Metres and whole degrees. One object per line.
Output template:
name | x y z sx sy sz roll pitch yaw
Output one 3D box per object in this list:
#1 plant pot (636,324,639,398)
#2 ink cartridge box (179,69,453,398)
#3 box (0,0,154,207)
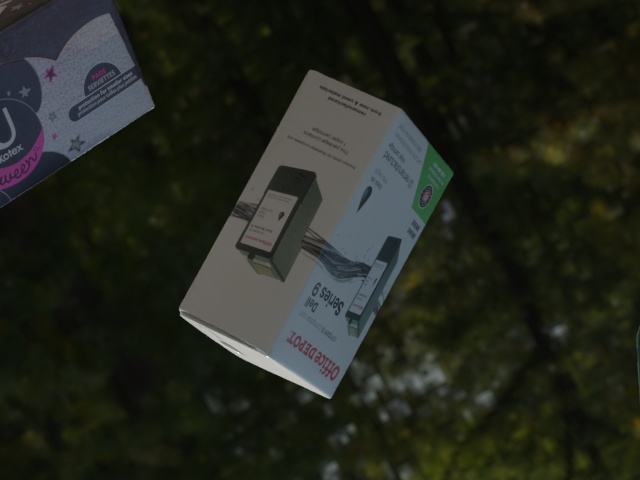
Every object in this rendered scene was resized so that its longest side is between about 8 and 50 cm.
plant pot | 0.356 0.091 1.333 0.166 0.234 0.165 -82 -171 -49
ink cartridge box | 0.000 0.000 2.069 0.121 0.211 0.289 26 -97 25
box | -0.313 -0.146 1.940 0.247 0.163 0.142 -36 -149 -28
